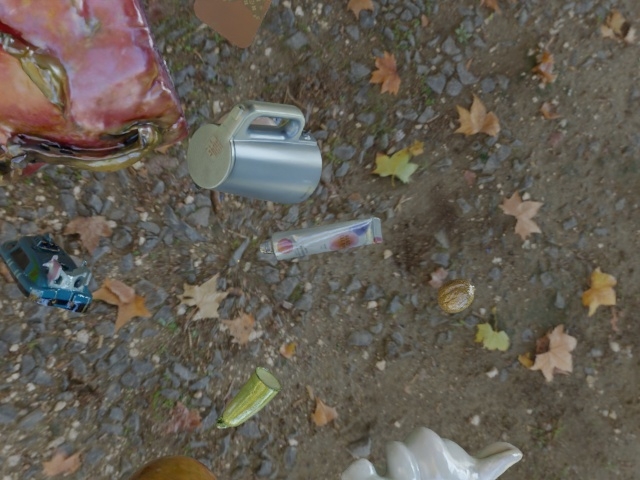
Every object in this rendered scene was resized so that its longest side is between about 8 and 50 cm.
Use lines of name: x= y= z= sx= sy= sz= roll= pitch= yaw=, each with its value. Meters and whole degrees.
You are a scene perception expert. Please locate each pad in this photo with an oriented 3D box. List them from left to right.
pad: x=-0.195 y=-0.625 z=1.253 sx=0.181 sy=0.004 sz=0.267 roll=35 pitch=122 yaw=-1

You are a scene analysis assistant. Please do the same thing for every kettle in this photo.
kettle: x=-0.110 y=-0.167 z=0.973 sx=0.210 sy=0.243 sz=0.160 roll=-42 pitch=70 yaw=27

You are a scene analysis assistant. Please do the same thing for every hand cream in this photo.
hand cream: x=0.000 y=0.000 z=1.412 sx=0.340 sy=0.124 sz=0.078 roll=-8 pitch=56 yaw=6

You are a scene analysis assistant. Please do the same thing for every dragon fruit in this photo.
dragon fruit: x=-0.191 y=-0.138 z=0.380 sx=0.146 sy=0.282 sz=0.211 roll=-20 pitch=81 yaw=-12

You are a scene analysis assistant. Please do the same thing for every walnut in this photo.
walnut: x=0.426 y=0.173 z=1.617 sx=0.124 sy=0.105 sz=0.105 roll=-27 pitch=92 yaw=23

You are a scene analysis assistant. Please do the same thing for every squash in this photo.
squash: x=-0.218 y=0.458 z=1.449 sx=0.094 sy=0.094 sz=0.224 roll=45 pitch=99 yaw=-5

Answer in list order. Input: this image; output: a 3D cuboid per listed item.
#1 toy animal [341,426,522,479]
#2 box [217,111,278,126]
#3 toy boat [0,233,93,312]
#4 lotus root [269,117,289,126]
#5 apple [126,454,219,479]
toy animal: x=0.210 y=0.485 z=0.961 sx=0.367 sy=0.196 sz=0.241 roll=-17 pitch=53 yaw=-35
box: x=-0.168 y=-0.250 z=1.256 sx=0.146 sy=0.200 sz=0.088 roll=44 pitch=71 yaw=-44
toy boat: x=-0.544 y=0.040 z=1.033 sx=0.134 sy=0.298 sz=0.092 roll=22 pitch=94 yaw=-46
lotus root: x=-0.159 y=-0.339 z=1.564 sx=0.179 sy=0.080 sz=0.089 roll=-41 pitch=52 yaw=7
apple: x=-0.203 y=0.406 z=0.669 sx=0.173 sy=0.210 sz=0.235 roll=28 pitch=125 yaw=15
